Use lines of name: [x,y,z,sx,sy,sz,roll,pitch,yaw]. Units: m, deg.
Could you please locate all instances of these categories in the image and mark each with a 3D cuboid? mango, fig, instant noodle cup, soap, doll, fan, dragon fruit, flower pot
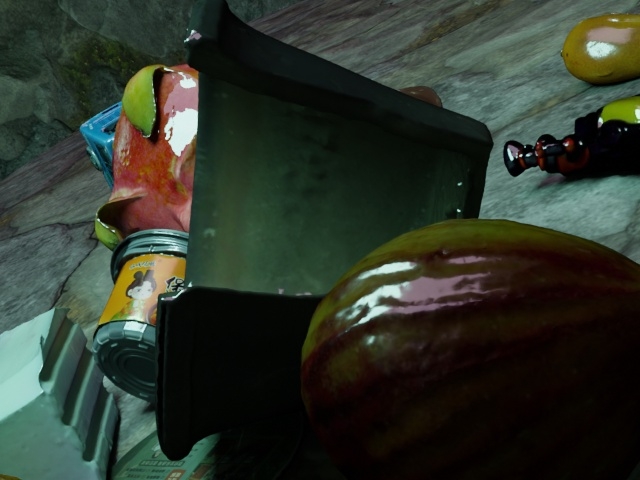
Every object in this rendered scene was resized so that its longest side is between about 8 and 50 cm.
mango: [0.395,-0.258,1.341,0.159,0.084,0.105,-8,32,43]
fig: [0.151,0.051,0.604,0.321,0.217,0.217,-33,15,28]
instant noodle cup: [-0.164,0.092,1.074,0.208,0.177,0.125,-36,23,43]
soap: [-0.282,0.166,1.039,0.091,0.145,0.230,-28,14,-1]
doll: [0.310,-0.109,1.063,0.127,0.088,0.249,-39,19,-30]
fan: [-0.075,0.178,0.943,0.294,0.012,0.223,-34,20,-17]
dragon fruit: [-0.120,-0.045,1.193,0.305,0.305,0.225,-15,53,32]
flower pot: [0.000,0.000,0.858,0.251,0.379,0.379,3,19,-6]

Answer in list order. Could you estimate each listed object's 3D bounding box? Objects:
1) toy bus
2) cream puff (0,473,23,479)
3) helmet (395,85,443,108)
toy bus: [-0.246,-0.081,1.496,0.113,0.246,0.134,-33,31,-19]
cream puff: [-0.281,0.257,0.887,0.122,0.094,0.116,-40,64,-14]
helmet: [0.103,-0.123,1.342,0.155,0.106,0.175,-30,25,-14]
